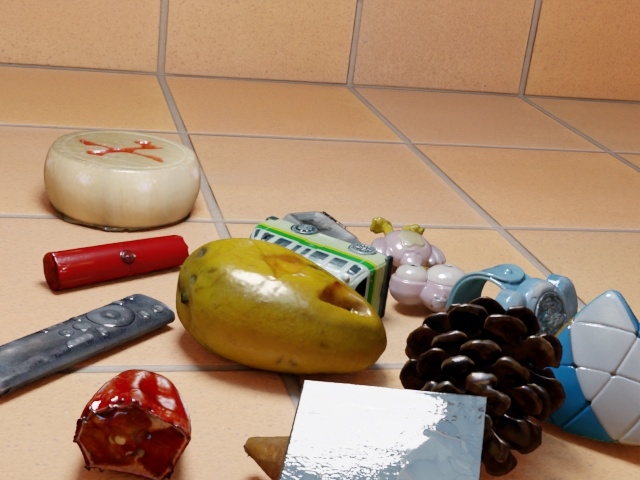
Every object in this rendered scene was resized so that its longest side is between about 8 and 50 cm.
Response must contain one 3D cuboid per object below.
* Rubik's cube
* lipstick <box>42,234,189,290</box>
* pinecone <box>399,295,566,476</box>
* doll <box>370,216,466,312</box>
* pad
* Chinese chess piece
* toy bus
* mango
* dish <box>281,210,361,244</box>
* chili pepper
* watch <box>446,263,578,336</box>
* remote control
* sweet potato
[{"bbox_3d":[0.474,0.240,1.659,0.254,0.255,0.254,6,21,-2],"label":"Rubik's cube"},{"bbox_3d":[-0.379,0.037,1.975,0.279,0.073,0.073,-11,28,-39],"label":"lipstick"},{"bbox_3d":[0.236,0.213,1.534,0.243,0.244,0.309,10,37,7],"label":"pinecone"},{"bbox_3d":[0.189,0.055,2.076,0.160,0.094,0.365,10,18,-15],"label":"doll"},{"bbox_3d":[0.063,0.316,1.250,0.247,0.007,0.368,4,44,12],"label":"pad"},{"bbox_3d":[-0.431,-0.137,2.310,0.337,0.141,0.338,7,22,-3],"label":"Chinese chess piece"},{"bbox_3d":[-0.024,0.061,1.937,0.276,0.134,0.164,18,23,27],"label":"toy bus"},{"bbox_3d":[-0.067,0.121,1.739,0.364,0.182,0.253,22,21,8],"label":"mango"},{"bbox_3d":[0.000,0.000,2.183,0.181,0.080,0.243,-6,24,-30],"label":"dish"},{"bbox_3d":[-0.244,0.234,1.471,0.144,0.136,0.253,-20,13,3],"label":"chili pepper"},{"bbox_3d":[0.316,0.139,1.810,0.211,0.211,0.193,-13,7,-42],"label":"watch"},{"bbox_3d":[-0.396,0.160,1.689,0.107,0.044,0.377,24,27,29],"label":"remote control"},{"bbox_3d":[0.050,0.303,1.358,0.336,0.131,0.131,20,24,26],"label":"sweet potato"}]
